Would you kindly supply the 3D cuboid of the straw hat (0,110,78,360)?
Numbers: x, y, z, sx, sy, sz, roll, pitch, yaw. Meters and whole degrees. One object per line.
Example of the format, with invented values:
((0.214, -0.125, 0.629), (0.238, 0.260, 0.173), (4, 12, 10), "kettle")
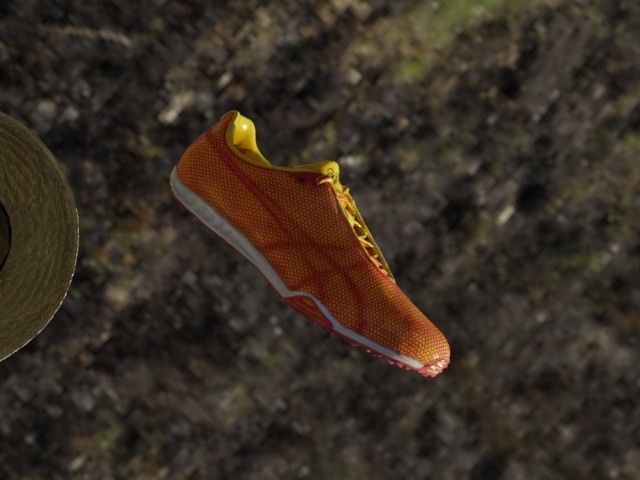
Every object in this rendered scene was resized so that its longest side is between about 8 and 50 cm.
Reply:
((-0.184, 0.003, 0.895), (0.144, 0.144, 0.061), (-49, 171, 1), "straw hat")

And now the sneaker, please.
((0.000, 0.000, 0.874), (0.067, 0.175, 0.064), (-50, 165, 4), "sneaker")
